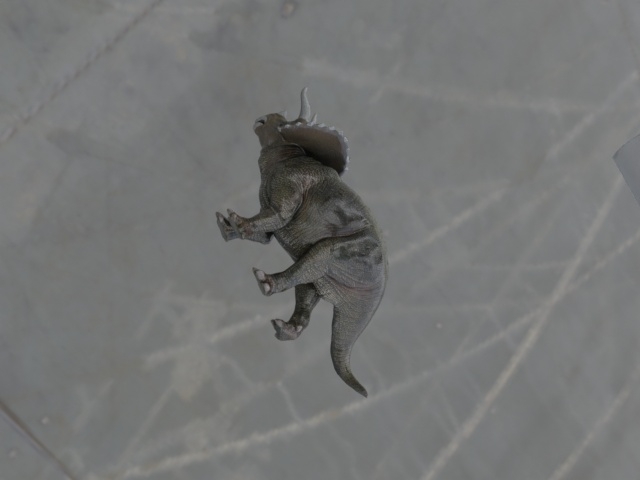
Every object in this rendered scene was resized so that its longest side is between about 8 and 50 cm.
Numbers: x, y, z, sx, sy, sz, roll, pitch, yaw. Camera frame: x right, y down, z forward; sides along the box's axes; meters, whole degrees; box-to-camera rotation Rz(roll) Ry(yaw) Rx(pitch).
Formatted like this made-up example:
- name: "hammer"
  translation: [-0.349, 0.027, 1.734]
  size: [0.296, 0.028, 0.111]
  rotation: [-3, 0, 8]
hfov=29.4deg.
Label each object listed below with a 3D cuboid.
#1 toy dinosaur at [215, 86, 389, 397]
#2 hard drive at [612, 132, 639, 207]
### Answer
- name: "toy dinosaur"
  translation: [0.000, 0.000, 1.204]
  size: [0.160, 0.313, 0.121]
  rotation: [-27, 171, -14]
- name: "hard drive"
  translation: [0.380, -0.053, 1.029]
  size: [0.210, 0.318, 0.040]
  rotation: [-36, 115, 17]
